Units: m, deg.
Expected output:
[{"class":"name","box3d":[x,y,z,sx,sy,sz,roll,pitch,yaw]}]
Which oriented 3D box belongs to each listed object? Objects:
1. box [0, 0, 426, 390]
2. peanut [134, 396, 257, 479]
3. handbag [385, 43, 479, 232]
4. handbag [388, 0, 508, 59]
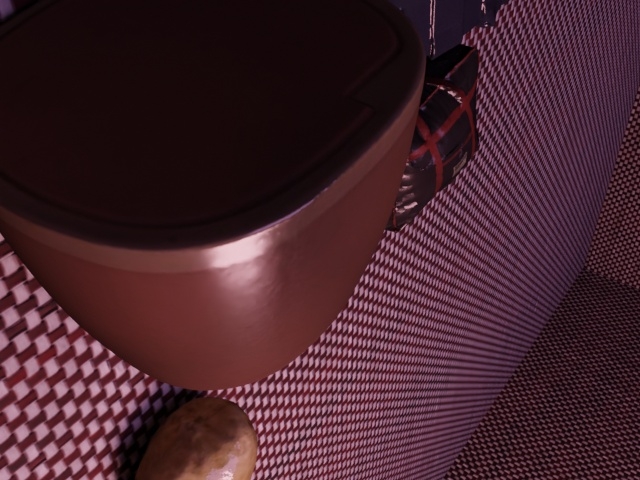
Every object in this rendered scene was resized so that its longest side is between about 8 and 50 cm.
[{"class":"box","box3d":[-0.080,-0.048,0.490,0.301,0.301,0.216,-48,154,-29]},{"class":"peanut","box3d":[-0.166,0.300,0.763,0.137,0.122,0.253,16,102,-52]},{"class":"handbag","box3d":[0.114,-0.143,0.849,0.215,0.155,0.169,-48,143,-23]},{"class":"handbag","box3d":[0.104,-0.304,0.715,0.326,0.118,0.269,-33,140,-22]}]
